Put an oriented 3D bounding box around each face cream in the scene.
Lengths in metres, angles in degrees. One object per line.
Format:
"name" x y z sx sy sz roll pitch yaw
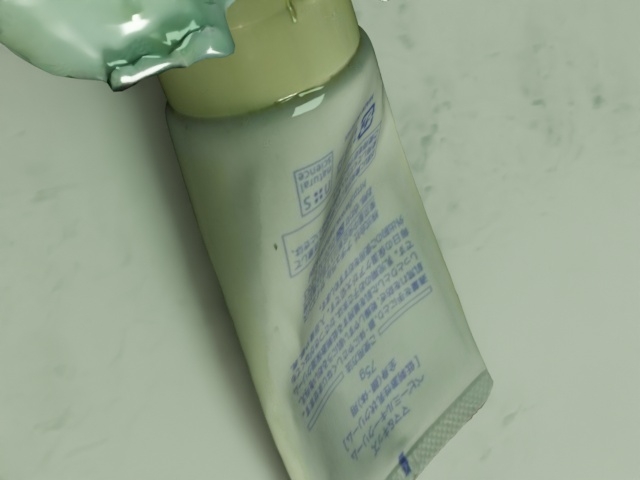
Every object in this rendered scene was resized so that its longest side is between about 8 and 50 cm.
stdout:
"face cream" 0.000 0.000 0.591 0.114 0.070 0.224 -44 127 -36

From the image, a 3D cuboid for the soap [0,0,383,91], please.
"soap" -0.086 -0.219 0.363 0.261 0.156 0.446 -48 137 7
